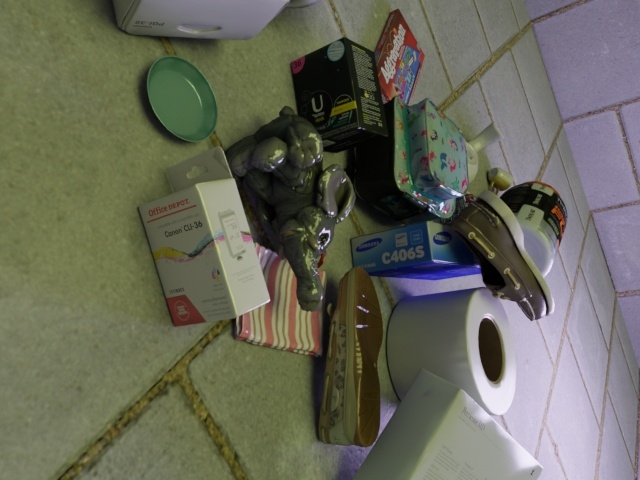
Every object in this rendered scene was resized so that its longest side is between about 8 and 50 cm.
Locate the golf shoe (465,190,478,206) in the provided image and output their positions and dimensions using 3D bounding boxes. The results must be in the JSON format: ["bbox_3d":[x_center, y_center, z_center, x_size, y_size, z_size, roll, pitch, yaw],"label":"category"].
[{"bbox_3d":[0.333,-0.125,1.422,0.186,0.067,0.086,39,9,-27],"label":"golf shoe"}]

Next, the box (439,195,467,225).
[{"bbox_3d":[0.314,-0.083,1.342,0.018,0.067,0.083,13,65,-59],"label":"box"}]

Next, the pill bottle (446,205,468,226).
[{"bbox_3d":[0.338,-0.012,1.367,0.078,0.078,0.137,40,50,-40],"label":"pill bottle"}]

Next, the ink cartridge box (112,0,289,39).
[{"bbox_3d":[-0.173,-0.424,0.729,0.207,0.117,0.283,-11,89,-34],"label":"ink cartridge box"}]

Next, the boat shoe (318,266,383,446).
[{"bbox_3d":[0.041,0.179,0.902,0.104,0.089,0.285,37,50,-49],"label":"boat shoe"}]

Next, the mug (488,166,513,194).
[{"bbox_3d":[0.547,-0.186,1.719,0.064,0.062,0.078,31,49,-35],"label":"mug"}]

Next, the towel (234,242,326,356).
[{"bbox_3d":[-0.051,0.094,0.854,0.197,0.029,0.144,25,61,-47],"label":"towel"}]

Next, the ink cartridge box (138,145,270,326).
[{"bbox_3d":[-0.148,-0.003,0.681,0.067,0.115,0.198,-20,95,-54],"label":"ink cartridge box"}]

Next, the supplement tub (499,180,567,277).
[{"bbox_3d":[0.573,-0.033,1.580,0.338,0.207,0.207,-44,115,-49],"label":"supplement tub"}]

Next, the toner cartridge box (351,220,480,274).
[{"bbox_3d":[0.227,0.030,1.133,0.348,0.165,0.075,8,72,-53],"label":"toner cartridge box"}]

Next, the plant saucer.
[{"bbox_3d":[-0.190,-0.189,0.760,0.119,0.021,0.119,19,65,-49],"label":"plant saucer"}]

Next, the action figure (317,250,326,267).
[{"bbox_3d":[0.000,0.000,0.944,0.038,0.030,0.115,44,35,-16],"label":"action figure"}]

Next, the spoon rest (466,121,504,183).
[{"bbox_3d":[0.403,-0.239,1.529,0.276,0.084,0.137,-35,91,-41],"label":"spoon rest"}]

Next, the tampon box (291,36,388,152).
[{"bbox_3d":[0.033,-0.252,0.995,0.101,0.120,0.161,-1,80,-54],"label":"tampon box"}]

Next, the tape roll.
[{"bbox_3d":[0.265,0.223,1.119,0.246,0.169,0.246,21,63,-50],"label":"tape roll"}]

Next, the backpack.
[{"bbox_3d":[0.192,-0.150,1.135,0.253,0.191,0.225,30,55,-51],"label":"backpack"}]

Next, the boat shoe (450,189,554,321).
[{"bbox_3d":[0.347,0.051,1.065,0.324,0.097,0.116,53,0,-33],"label":"boat shoe"}]

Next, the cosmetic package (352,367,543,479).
[{"bbox_3d":[0.216,0.430,0.959,0.284,0.097,0.377,-53,127,-11],"label":"cosmetic package"}]

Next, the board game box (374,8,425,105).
[{"bbox_3d":[0.181,-0.413,1.324,0.145,0.027,0.281,48,45,-32],"label":"board game box"}]

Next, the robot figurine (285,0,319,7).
[{"bbox_3d":[-0.011,-0.522,0.953,0.300,0.200,0.353,36,43,3],"label":"robot figurine"}]

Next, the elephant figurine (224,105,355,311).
[{"bbox_3d":[-0.032,-0.052,0.835,0.186,0.169,0.239,-36,116,-17],"label":"elephant figurine"}]
